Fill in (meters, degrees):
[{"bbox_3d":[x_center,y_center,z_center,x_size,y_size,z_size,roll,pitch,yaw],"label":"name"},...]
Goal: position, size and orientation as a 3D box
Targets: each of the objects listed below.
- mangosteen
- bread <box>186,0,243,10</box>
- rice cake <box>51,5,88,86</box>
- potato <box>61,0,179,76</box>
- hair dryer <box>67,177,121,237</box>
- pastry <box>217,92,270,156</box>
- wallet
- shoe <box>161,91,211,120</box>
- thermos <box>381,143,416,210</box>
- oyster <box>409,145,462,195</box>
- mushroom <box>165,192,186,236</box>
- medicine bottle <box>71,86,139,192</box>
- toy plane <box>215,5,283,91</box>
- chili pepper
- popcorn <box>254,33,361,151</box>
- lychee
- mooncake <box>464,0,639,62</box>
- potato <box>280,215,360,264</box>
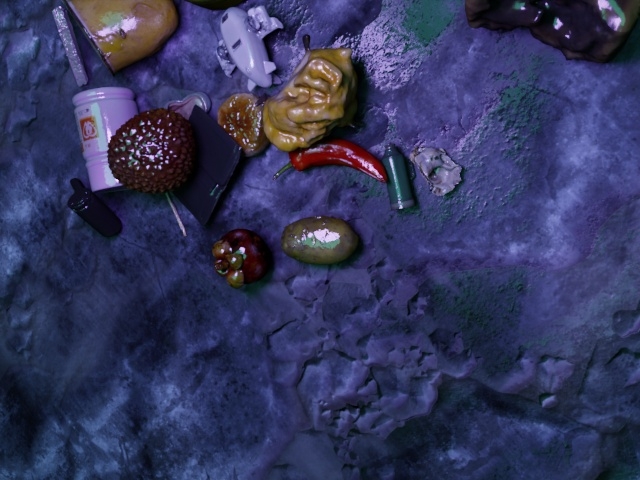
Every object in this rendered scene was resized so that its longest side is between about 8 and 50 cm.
[{"bbox_3d":[-0.251,0.057,1.871,0.200,0.200,0.199,3,97,21],"label":"mangosteen"},{"bbox_3d":[-0.328,-0.892,1.825,0.382,0.129,0.366,5,101,21],"label":"bread"},{"bbox_3d":[-0.840,-0.652,2.039,0.049,0.055,0.269,-8,125,0],"label":"rice cake"},{"bbox_3d":[-0.625,-0.716,1.940,0.296,0.289,0.397,-32,41,-8],"label":"potato"},{"bbox_3d":[-0.801,-0.140,2.091,0.089,0.197,0.251,-39,53,-5],"label":"hair dryer"},{"bbox_3d":[-0.229,-0.355,1.868,0.182,0.093,0.192,7,100,24],"label":"pastry"},{"bbox_3d":[-0.377,-0.230,1.920,0.247,0.041,0.322,44,125,23],"label":"wallet"},{"bbox_3d":[-0.469,-0.395,1.953,0.251,0.100,0.103,-30,86,19],"label":"shoe"},{"bbox_3d":[0.222,-0.183,1.727,0.083,0.073,0.187,-12,92,23],"label":"thermos"},{"bbox_3d":[0.324,-0.209,1.697,0.108,0.053,0.165,-37,82,15],"label":"oyster"},{"bbox_3d":[-0.510,-0.144,2.039,0.026,0.028,0.286,-22,93,22],"label":"mushroom"},{"bbox_3d":[-0.681,-0.325,1.986,0.202,0.202,0.315,-10,92,22],"label":"medicine bottle"},{"bbox_3d":[-0.214,-0.579,1.822,0.267,0.123,0.266,12,111,34],"label":"toy plane"},{"bbox_3d":[0.028,-0.237,1.769,0.369,0.092,0.137,4,66,29],"label":"chili pepper"},{"bbox_3d":[-0.007,-0.400,1.706,0.281,0.297,0.316,34,148,-8],"label":"popcorn"},{"bbox_3d":[-0.511,-0.266,1.829,0.268,0.267,0.267,3,97,21],"label":"lychee"},{"bbox_3d":[0.564,-0.587,1.455,0.393,0.246,0.394,-30,85,13],"label":"mooncake"},{"bbox_3d":[0.000,0.000,1.817,0.252,0.113,0.149,-4,87,13],"label":"potato"}]
